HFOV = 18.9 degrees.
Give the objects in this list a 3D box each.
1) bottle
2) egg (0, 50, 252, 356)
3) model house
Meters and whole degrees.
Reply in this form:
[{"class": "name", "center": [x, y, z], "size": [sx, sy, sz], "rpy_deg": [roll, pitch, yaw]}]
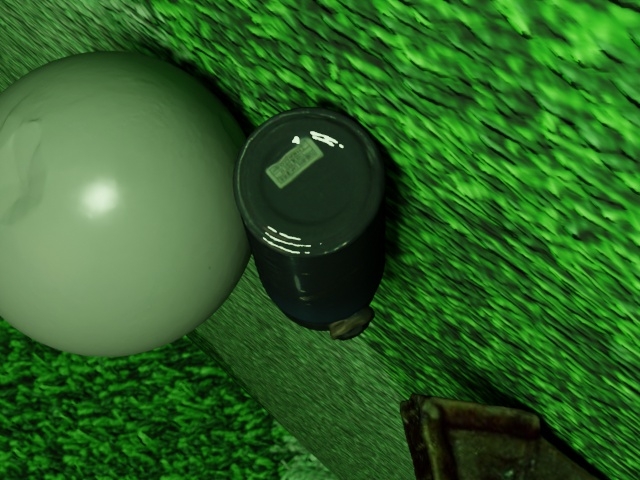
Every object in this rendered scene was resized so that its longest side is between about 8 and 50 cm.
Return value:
[{"class": "bottle", "center": [0.000, 0.000, 1.003], "size": [0.082, 0.072, 0.244], "rpy_deg": [59, 175, 10]}, {"class": "egg", "center": [-0.121, -0.021, 1.100], "size": [0.176, 0.176, 0.232], "rpy_deg": [43, 171, -4]}, {"class": "model house", "center": [0.104, 0.158, 1.213], "size": [0.152, 0.106, 0.165], "rpy_deg": [40, 167, 3]}]
